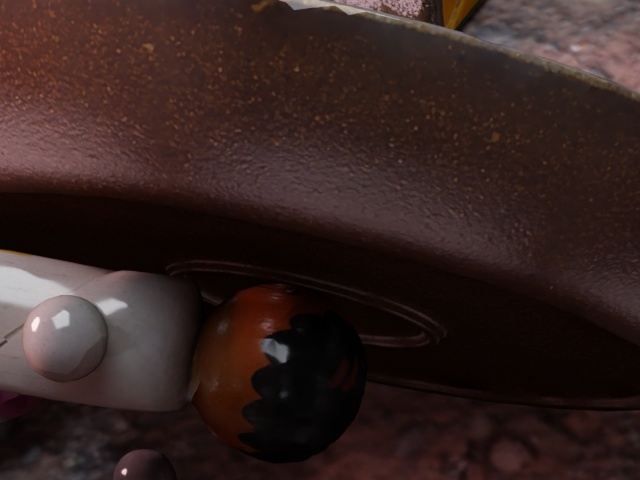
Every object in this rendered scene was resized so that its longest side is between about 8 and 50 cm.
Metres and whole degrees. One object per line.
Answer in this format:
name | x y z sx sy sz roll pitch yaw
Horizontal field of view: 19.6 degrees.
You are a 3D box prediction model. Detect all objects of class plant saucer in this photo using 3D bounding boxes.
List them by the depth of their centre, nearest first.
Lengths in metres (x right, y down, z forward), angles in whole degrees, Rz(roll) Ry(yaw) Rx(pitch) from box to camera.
plant saucer | 0.000 0.000 0.564 0.311 0.310 0.050 10 78 20

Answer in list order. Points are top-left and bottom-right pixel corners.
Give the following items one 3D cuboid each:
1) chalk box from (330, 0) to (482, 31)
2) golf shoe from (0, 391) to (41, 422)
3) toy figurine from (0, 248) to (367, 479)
chalk box | -0.028 -0.243 0.905 0.289 0.180 0.179 20 50 26
golf shoe | -0.201 0.075 0.664 0.140 0.115 0.306 1 39 36
toy figurine | -0.064 0.117 0.505 0.148 0.213 0.209 11 42 6
